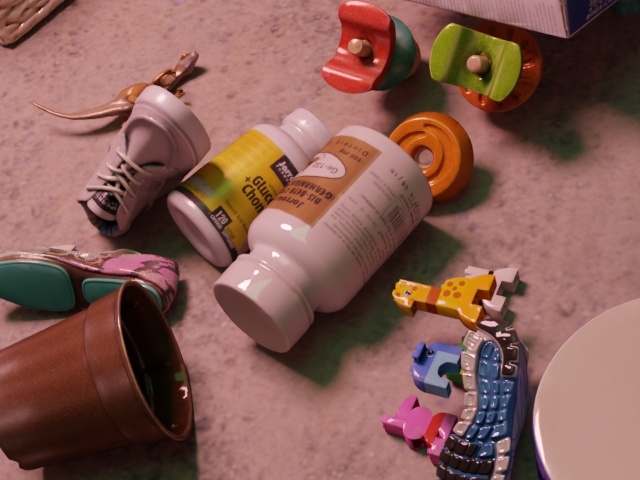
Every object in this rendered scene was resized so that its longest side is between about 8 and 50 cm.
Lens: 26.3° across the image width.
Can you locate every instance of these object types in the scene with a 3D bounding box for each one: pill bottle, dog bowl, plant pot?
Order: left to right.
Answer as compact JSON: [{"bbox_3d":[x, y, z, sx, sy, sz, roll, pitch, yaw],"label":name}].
[{"bbox_3d":[-0.235,0.144,1.362,0.165,0.167,0.167,-20,49,11],"label":"plant pot"},{"bbox_3d":[-0.071,-0.063,1.507,0.184,0.103,0.103,-40,53,-16],"label":"pill bottle"},{"bbox_3d":[0.000,0.000,1.418,0.131,0.131,0.229,28,64,32],"label":"pill bottle"},{"bbox_3d":[0.321,0.179,1.201,0.265,0.104,0.265,-8,50,9],"label":"dog bowl"}]

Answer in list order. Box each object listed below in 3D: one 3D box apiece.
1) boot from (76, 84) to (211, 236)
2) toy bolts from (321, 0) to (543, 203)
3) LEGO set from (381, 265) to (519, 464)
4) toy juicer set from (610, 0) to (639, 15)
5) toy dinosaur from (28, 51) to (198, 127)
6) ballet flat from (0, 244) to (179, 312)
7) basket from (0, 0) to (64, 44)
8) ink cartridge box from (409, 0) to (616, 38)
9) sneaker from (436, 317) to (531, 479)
[{"bbox_3d":[-0.197,-0.071,1.478,0.095,0.258,0.123,39,72,2],"label":"boot"},{"bbox_3d":[0.121,-0.166,1.550,0.228,0.158,0.218,26,103,20],"label":"toy bolts"},{"bbox_3d":[0.111,0.092,1.343,0.093,0.087,0.227,13,56,24],"label":"LEGO set"},{"bbox_3d":[0.363,-0.335,1.617,0.209,0.089,0.329,-33,41,-22],"label":"toy juicer set"},{"bbox_3d":[-0.236,-0.165,1.677,0.211,0.064,0.112,-23,31,-15],"label":"toy dinosaur"},{"bbox_3d":[-0.259,0.038,1.510,0.221,0.077,0.079,4,35,13],"label":"ballet flat"},{"bbox_3d":[-0.448,-0.497,1.858,0.328,0.266,0.331,30,66,33],"label":"basket"},{"bbox_3d":[0.245,-0.359,1.557,0.324,0.071,0.330,-38,40,-28],"label":"ink cartridge box"},{"bbox_3d":[0.165,0.174,1.276,0.071,0.083,0.191,8,78,33],"label":"sneaker"}]
